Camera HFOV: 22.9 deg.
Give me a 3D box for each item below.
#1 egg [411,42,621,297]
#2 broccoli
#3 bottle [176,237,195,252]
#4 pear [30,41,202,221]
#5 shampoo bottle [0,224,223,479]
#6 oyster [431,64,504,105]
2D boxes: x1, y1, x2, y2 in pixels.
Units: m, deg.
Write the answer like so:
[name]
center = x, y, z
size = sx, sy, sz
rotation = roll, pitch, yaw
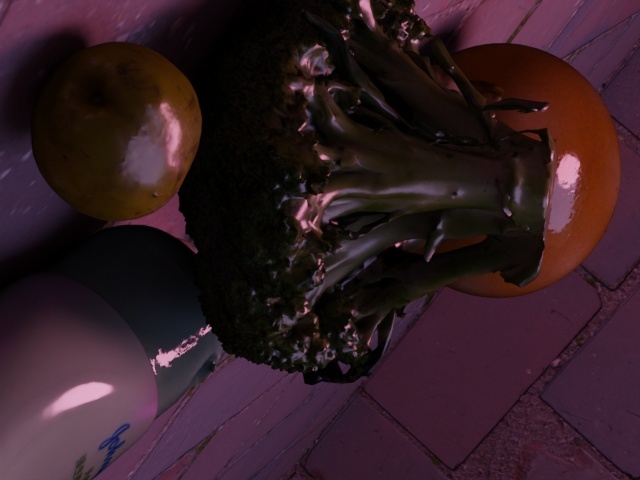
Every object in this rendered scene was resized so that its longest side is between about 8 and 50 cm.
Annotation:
[egg]
center = 0.204, -0.079, 1.811
size = 0.282, 0.282, 0.351
rotation = -46, 169, -11
[broccoli]
center = 0.030, -0.060, 1.153
size = 0.304, 0.283, 0.321
rotation = 69, 32, -65
[bottle]
center = -0.141, 0.036, 1.458
size = 0.045, 0.045, 0.096
rotation = -43, 167, -29
[pear]
center = -0.123, -0.064, 0.952
size = 0.107, 0.107, 0.131
rotation = -45, 167, -15
[shampoo bottle]
center = -0.208, 0.113, 1.148
size = 0.349, 0.151, 0.222
rotation = -40, 168, -42
[oyster]
center = 0.028, -0.057, 1.455
size = 0.198, 0.133, 0.337
rotation = -16, 165, -46
